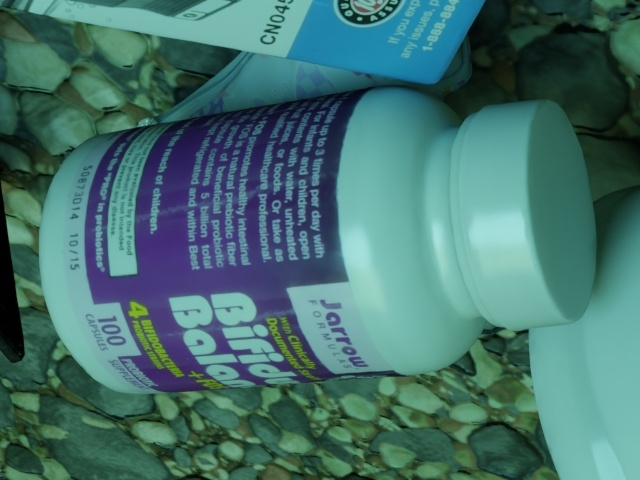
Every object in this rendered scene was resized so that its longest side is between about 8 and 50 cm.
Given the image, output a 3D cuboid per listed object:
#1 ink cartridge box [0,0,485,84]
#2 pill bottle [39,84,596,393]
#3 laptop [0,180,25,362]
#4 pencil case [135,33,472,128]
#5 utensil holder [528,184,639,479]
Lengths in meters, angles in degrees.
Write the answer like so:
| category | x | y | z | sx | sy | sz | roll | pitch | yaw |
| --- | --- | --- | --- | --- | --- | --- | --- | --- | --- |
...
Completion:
| category | x | y | z | sx | sy | sz | roll | pitch | yaw |
| --- | --- | --- | --- | --- | --- | --- | --- | --- | --- |
| ink cartridge box | -0.081 | -0.252 | 0.716 | 0.394 | 0.166 | 0.285 | 8 | 143 | -16 |
| pill bottle | 0.000 | 0.000 | 0.872 | 0.301 | 0.169 | 0.169 | -7 | 133 | 27 |
| laptop | -0.431 | -0.097 | 1.077 | 0.236 | 0.408 | 0.382 | -31 | 126 | 3 |
| pencil case | -0.021 | -0.090 | 1.001 | 0.124 | 0.113 | 0.273 | 48 | 135 | -8 |
| utensil holder | 0.366 | 0.040 | 0.831 | 0.327 | 0.328 | 0.385 | 38 | 134 | -19 |
